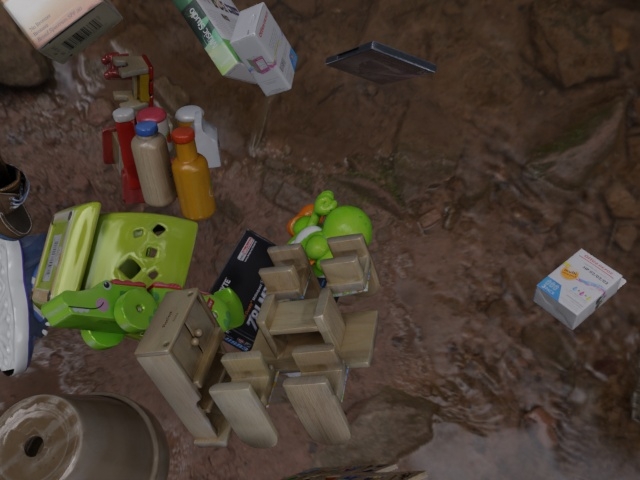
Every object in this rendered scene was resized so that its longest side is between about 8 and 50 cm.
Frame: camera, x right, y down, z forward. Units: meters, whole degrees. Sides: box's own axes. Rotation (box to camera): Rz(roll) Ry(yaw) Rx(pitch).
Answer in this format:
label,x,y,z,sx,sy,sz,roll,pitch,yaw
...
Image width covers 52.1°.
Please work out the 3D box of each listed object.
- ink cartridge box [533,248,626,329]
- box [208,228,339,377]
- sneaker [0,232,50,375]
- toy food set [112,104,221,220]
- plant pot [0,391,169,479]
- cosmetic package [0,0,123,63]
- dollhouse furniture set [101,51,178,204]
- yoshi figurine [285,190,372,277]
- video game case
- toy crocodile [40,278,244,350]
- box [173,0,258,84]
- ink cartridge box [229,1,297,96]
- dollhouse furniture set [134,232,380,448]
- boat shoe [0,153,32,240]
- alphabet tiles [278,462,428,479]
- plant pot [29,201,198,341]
label,x,y,z,sx,sy,sz,roll,pitch,yaw
ink cartridge box,0.550,0.090,1.371,0.181,0.061,0.104,-34,53,-19
box,-0.118,0.151,1.594,0.293,0.073,0.295,32,44,-7
sneaker,-0.627,0.141,1.528,0.236,0.130,0.322,4,75,-50
toy food set,-0.182,-0.126,0.788,0.111,0.232,0.104,-6,127,-4
plant pot,-0.501,0.432,1.293,0.323,0.280,0.323,-4,62,7
cosmetic package,-0.510,-0.483,1.153,0.153,0.129,0.296,-38,93,1
dollhouse furniture set,-0.425,-0.290,1.565,0.152,0.374,0.201,-13,47,-27
yoshi figurine,0.028,-0.006,1.494,0.204,0.362,0.203,16,93,-8
video game case,0.156,-0.472,1.760,0.196,0.274,0.026,13,90,-25
toy crocodile,-0.258,0.109,1.023,0.341,0.115,0.105,11,59,-43
box,-0.248,-0.531,1.620,0.058,0.232,0.322,-39,79,22
ink cartridge box,-0.093,-0.321,1.102,0.052,0.122,0.088,-11,50,24
dollhouse furniture set,-0.050,0.133,0.726,0.242,0.212,0.161,-8,126,20
boat shoe,-0.407,-0.064,0.822,0.066,0.183,0.066,-4,52,10
alphabet tiles,-0.006,0.279,0.728,0.198,0.237,0.009,-3,76,-43
plant pot,-0.374,0.051,1.156,0.207,0.227,0.228,17,80,-33
